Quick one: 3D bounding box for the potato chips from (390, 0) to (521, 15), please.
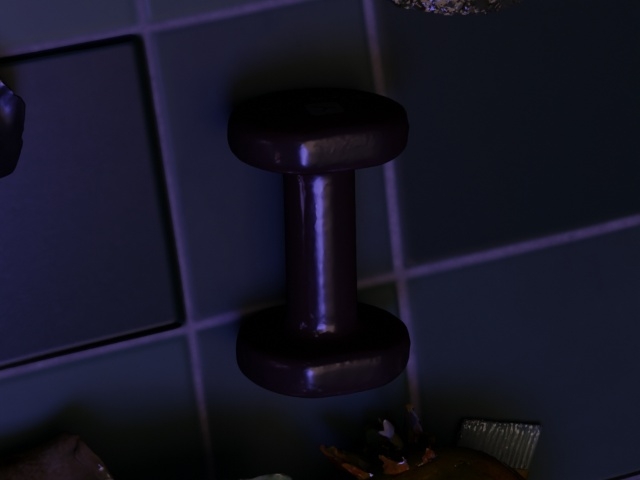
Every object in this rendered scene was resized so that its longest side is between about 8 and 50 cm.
[{"bbox_3d":[0.130,-0.242,1.448,0.209,0.026,0.142,5,105,-22],"label":"potato chips"}]

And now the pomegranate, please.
[{"bbox_3d":[0.086,0.254,1.512,0.210,0.210,0.235,-25,87,-10],"label":"pomegranate"}]

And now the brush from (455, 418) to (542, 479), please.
[{"bbox_3d":[0.131,0.256,1.632,0.083,0.010,0.218,9,107,-23],"label":"brush"}]

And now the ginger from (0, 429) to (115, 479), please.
[{"bbox_3d":[-0.276,0.244,1.428,0.263,0.109,0.116,-33,90,-7],"label":"ginger"}]

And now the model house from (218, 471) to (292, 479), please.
[{"bbox_3d":[-0.103,0.305,1.430,0.214,0.189,0.195,-14,75,-40],"label":"model house"}]

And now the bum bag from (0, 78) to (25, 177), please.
[{"bbox_3d":[-0.362,-0.070,1.306,0.310,0.074,0.137,-16,123,-13],"label":"bum bag"}]

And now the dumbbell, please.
[{"bbox_3d":[0.000,0.000,1.430,0.140,0.124,0.225,-9,111,-17],"label":"dumbbell"}]
